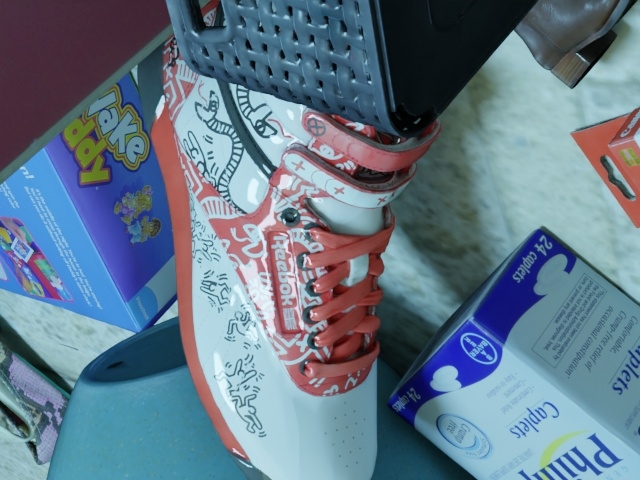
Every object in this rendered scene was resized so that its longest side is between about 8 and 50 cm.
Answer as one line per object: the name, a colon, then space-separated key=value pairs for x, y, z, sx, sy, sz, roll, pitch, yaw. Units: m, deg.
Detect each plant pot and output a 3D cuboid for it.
plant pot: x=-0.049 y=0.147 z=0.787 sx=0.290 sy=0.290 sz=0.195 roll=-6 pitch=108 yaw=49

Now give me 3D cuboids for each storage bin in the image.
storage bin: x=0.031 y=-0.134 z=0.422 sx=0.084 sy=0.180 sz=0.122 roll=19 pitch=142 yaw=29

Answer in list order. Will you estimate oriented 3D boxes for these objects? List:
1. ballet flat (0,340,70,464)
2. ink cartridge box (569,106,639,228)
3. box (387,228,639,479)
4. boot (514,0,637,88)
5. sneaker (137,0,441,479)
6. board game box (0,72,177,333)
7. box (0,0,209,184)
ballet flat: x=-0.306 y=0.114 z=1.169 sx=0.221 sy=0.079 sz=0.077 roll=46 pitch=148 yaw=-7
ink cartridge box: x=0.158 y=-0.029 z=0.558 sx=0.063 sy=0.029 sz=0.115 roll=51 pitch=146 yaw=-17
box: x=0.124 y=0.084 z=0.690 sx=0.137 sy=0.072 sz=0.126 roll=38 pitch=148 yaw=3
boot: x=0.078 y=-0.125 z=0.526 sx=0.114 sy=0.037 sz=0.106 roll=41 pitch=146 yaw=9
sneaker: x=-0.001 y=0.000 z=0.626 sx=0.145 sy=0.090 sz=0.270 roll=-19 pitch=85 yaw=50
board game box: x=-0.230 y=-0.111 z=0.819 sx=0.233 sy=0.078 sz=0.347 roll=14 pitch=139 yaw=36
box: x=-0.133 y=-0.121 z=0.560 sx=0.127 sy=0.232 sz=0.149 roll=52 pitch=146 yaw=-17
